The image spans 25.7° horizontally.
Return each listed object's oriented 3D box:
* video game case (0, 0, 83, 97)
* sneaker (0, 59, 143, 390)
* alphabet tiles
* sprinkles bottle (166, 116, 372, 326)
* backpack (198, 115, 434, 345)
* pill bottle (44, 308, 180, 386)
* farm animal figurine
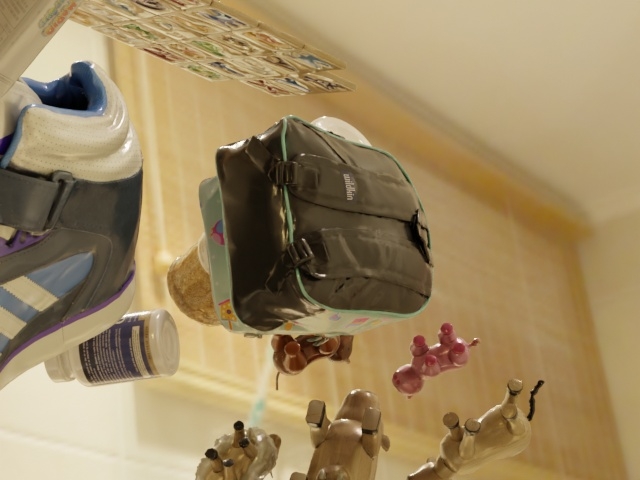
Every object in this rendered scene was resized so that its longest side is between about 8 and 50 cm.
[{"bbox_3d":[-0.189,-0.231,0.900,0.206,0.227,0.026,-48,-39,11],"label":"video game case"},{"bbox_3d":[-0.256,-0.005,0.944,0.323,0.130,0.236,-30,-44,-37],"label":"sneaker"},{"bbox_3d":[-0.140,-0.221,1.513,0.343,0.011,0.285,21,-9,-33],"label":"alphabet tiles"},{"bbox_3d":[-0.069,-0.020,1.905,0.121,0.121,0.355,12,-41,-38],"label":"sprinkles bottle"},{"bbox_3d":[0.000,0.000,1.134,0.188,0.165,0.144,5,-22,-44],"label":"backpack"},{"bbox_3d":[-0.284,0.148,1.900,0.169,0.094,0.094,-9,-24,12],"label":"pill bottle"},{"bbox_3d":[0.061,0.248,1.689,0.330,0.326,0.172,23,-29,20],"label":"farm animal figurine"}]
